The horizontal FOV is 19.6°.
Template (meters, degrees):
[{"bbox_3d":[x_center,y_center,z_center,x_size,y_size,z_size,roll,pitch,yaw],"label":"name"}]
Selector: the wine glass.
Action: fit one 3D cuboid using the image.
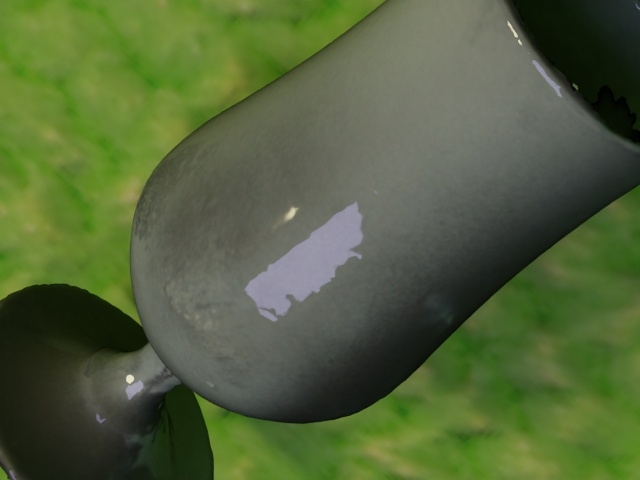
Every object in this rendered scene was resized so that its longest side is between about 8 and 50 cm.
[{"bbox_3d":[0.000,0.000,0.563,0.231,0.103,0.103,-38,99,31],"label":"wine glass"}]
